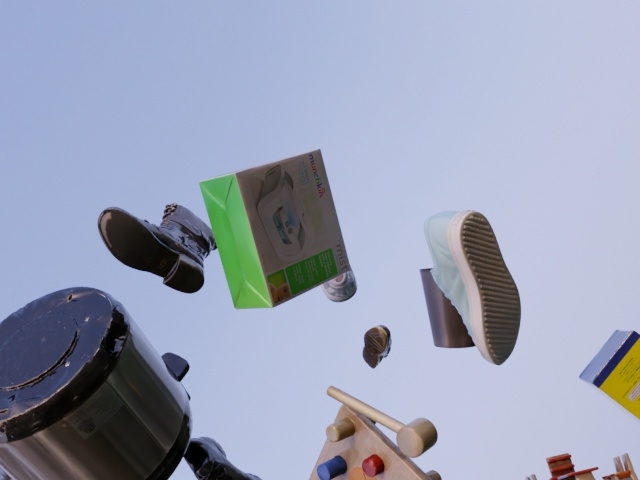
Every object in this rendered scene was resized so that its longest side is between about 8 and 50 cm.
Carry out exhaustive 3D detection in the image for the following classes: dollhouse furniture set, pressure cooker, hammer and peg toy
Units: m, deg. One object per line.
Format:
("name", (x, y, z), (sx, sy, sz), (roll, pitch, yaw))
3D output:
("dollhouse furniture set", (0.686, 0.639, 1.952), (0.262, 0.135, 0.259), (-13, -23, 0))
("pressure cooker", (-0.468, 0.354, 1.445), (0.370, 0.375, 0.420), (-21, -54, 8))
("hammer and peg toy", (0.107, 0.446, 1.422), (0.127, 0.266, 0.361), (-9, -53, -45))

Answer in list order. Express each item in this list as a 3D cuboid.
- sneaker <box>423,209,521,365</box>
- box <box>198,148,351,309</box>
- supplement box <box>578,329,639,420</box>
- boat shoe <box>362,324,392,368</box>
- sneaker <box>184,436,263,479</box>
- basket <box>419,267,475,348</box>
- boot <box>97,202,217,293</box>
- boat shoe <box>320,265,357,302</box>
("sneaker", (0.319, 0.094, 1.540), (0.135, 0.150, 0.365), (-29, -68, -29))
("box", (-0.085, -0.025, 1.415), (0.231, 0.127, 0.261), (-21, -80, -42))
("supplement box", (0.960, 0.437, 2.053), (0.195, 0.357, 0.194), (-51, -10, 1))
("boat shoe", (0.120, 0.209, 1.476), (0.049, 0.056, 0.152), (-36, -21, -27))
("sneaker", (-0.241, 0.587, 1.763), (0.109, 0.286, 0.130), (-56, -25, -9))
("basket", (0.389, 0.193, 2.098), (0.154, 0.204, 0.226), (-2, -90, -55))
("boot", (-0.323, -0.016, 1.479), (0.263, 0.229, 0.091), (40, -69, -21))
("boat shoe", (-0.002, 0.002, 1.793), (0.118, 0.320, 0.103), (-21, -29, -3))
